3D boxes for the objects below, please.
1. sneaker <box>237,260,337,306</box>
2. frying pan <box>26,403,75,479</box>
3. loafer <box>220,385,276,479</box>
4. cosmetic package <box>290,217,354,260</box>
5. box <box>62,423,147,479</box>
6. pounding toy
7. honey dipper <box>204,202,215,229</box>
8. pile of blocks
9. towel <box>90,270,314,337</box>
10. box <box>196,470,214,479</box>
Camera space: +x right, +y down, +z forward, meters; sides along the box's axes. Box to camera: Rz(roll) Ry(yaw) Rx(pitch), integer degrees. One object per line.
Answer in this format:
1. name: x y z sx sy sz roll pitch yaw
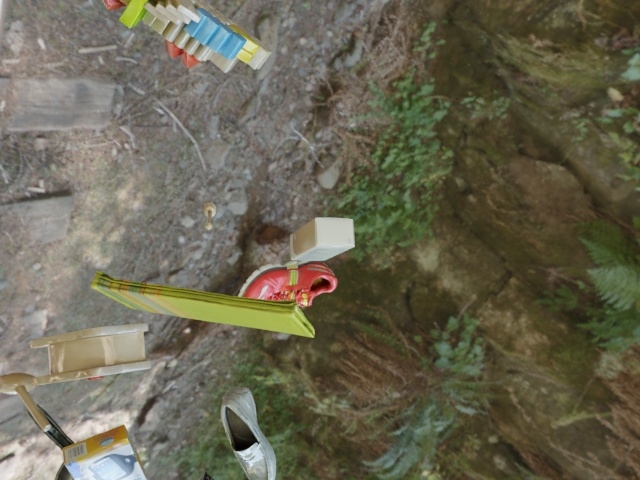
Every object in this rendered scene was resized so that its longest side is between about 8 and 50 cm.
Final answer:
1. sneaker: -0.071 0.114 1.265 0.278 0.118 0.107 -21 135 -38
2. frying pan: -0.504 0.478 1.192 0.197 0.053 0.327 -18 103 -45
3. loafer: -0.211 0.574 1.520 0.111 0.320 0.111 -16 -170 19
4. cosmetic package: 0.000 0.000 0.779 0.060 0.041 0.115 2 168 -22
5. box: -0.294 0.317 0.746 0.081 0.028 0.136 -18 132 -19
6. pounding toy: -0.409 0.236 0.934 0.269 0.155 0.154 -13 168 23
7. honey dipper: -0.272 -0.057 1.321 0.031 0.030 0.161 -57 -159 11
8. pile of blocks: -0.242 -0.359 0.913 0.362 0.149 0.113 21 121 -43
9. towel: -0.128 0.073 0.602 0.102 0.237 0.021 63 36 -66
10. box: -0.285 0.573 1.077 0.175 0.051 0.220 -45 180 -13
